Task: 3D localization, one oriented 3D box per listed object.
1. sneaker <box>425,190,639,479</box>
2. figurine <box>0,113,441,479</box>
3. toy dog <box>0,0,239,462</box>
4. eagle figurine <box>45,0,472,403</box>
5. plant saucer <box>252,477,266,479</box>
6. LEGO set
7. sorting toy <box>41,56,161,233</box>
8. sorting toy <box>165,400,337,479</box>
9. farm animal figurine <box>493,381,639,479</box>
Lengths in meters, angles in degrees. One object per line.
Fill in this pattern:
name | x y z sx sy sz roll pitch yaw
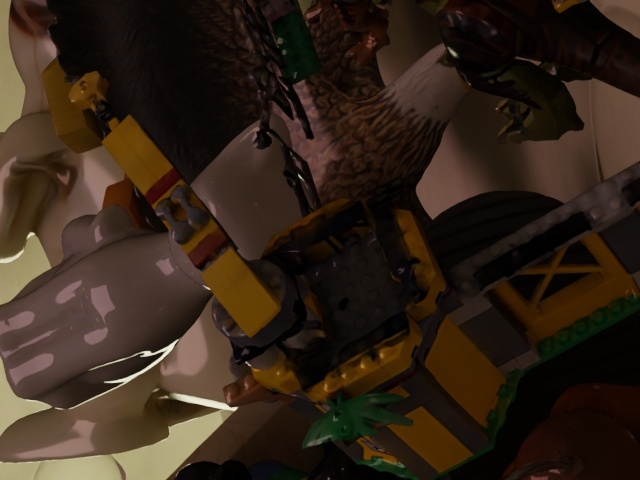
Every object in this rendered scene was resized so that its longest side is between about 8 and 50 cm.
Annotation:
sneaker | 0.114 0.140 0.814 0.146 0.122 0.330 100 154 -64
figurine | -0.038 0.067 0.812 0.209 0.092 0.215 -27 86 49
toy dog | -0.117 -0.063 1.368 0.395 0.284 0.408 -13 90 58
eagle figurine | 0.003 -0.072 0.968 0.298 0.225 0.226 61 178 13
plant saucer | 0.000 0.318 0.985 0.400 0.100 0.400 26 134 30
LEGO set | 0.023 -0.115 0.533 0.192 0.255 0.331 45 -151 -48
sorting toy | -0.109 -0.125 1.069 0.229 0.041 0.307 62 -157 -23
sorting toy | 0.013 0.201 1.182 0.089 0.255 0.257 19 135 31
farm animal figurine | 0.113 0.209 0.537 0.327 0.172 0.330 -19 87 59
